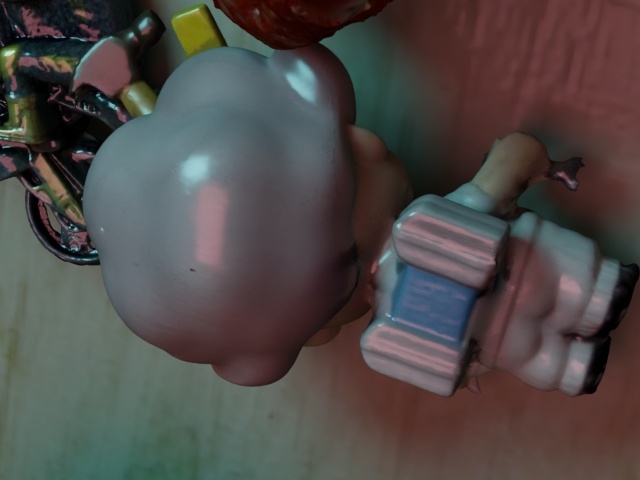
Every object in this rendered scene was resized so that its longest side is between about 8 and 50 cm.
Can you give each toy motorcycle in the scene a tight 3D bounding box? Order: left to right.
[{"bbox_3d":[-0.121,-0.085,0.681,0.193,0.061,0.124,46,110,-1],"label":"toy motorcycle"}]

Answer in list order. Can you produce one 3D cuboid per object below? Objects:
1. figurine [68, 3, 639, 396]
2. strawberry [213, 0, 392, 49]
[{"bbox_3d":[0.000,0.000,0.612,0.229,0.112,0.137,20,122,6],"label":"figurine"},{"bbox_3d":[-0.009,-0.132,0.560,0.131,0.148,0.131,11,138,10],"label":"strawberry"}]
